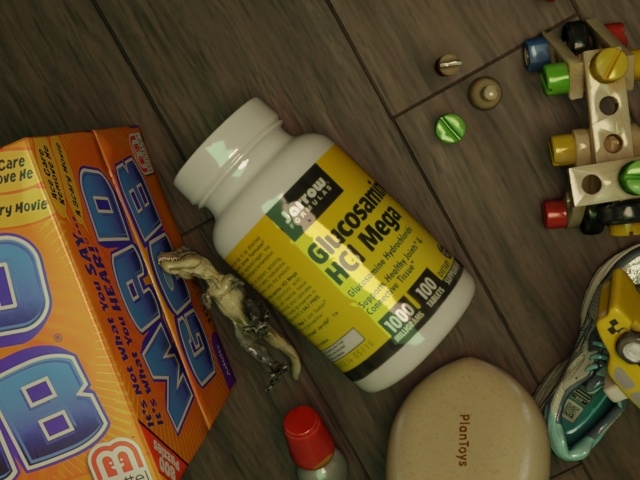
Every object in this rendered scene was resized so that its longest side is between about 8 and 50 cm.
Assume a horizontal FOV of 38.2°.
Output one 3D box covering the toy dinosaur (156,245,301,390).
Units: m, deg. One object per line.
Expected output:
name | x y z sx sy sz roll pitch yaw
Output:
toy dinosaur | -0.077 0.102 1.067 0.064 0.118 0.268 -40 121 -1

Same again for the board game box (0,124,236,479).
board game box | -0.347 0.103 1.024 0.356 0.356 0.356 -19 97 8

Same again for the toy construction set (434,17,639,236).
toy construction set | 0.268 -0.131 0.992 0.309 0.237 0.257 18 100 3

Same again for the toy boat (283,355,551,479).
toy boat | 0.112 0.261 1.100 0.318 0.267 0.148 1 136 19

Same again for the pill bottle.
pill bottle | 0.000 0.000 1.061 0.334 0.188 0.188 43 100 -3

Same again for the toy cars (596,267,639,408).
toy cars | 0.410 0.150 1.026 0.087 0.394 0.176 -37 53 35

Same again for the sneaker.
sneaker | 0.347 0.139 1.086 0.110 0.122 0.283 24 100 1
